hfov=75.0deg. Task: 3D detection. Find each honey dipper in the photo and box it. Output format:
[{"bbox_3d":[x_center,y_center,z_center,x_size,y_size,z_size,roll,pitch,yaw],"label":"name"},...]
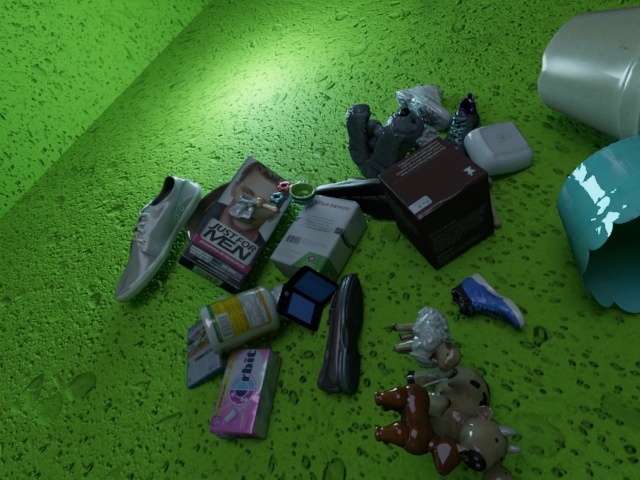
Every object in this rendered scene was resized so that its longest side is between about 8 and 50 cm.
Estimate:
[{"bbox_3d":[0.404,-0.098,0.990,0.030,0.030,0.161,-12,52,18],"label":"honey dipper"}]

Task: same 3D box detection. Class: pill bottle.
[{"bbox_3d":[-0.166,0.176,0.980,0.208,0.118,0.117,-20,45,-18],"label":"pill bottle"}]

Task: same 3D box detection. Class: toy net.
[{"bbox_3d":[-0.132,-0.120,1.105,0.232,0.045,0.122,-11,47,-7],"label":"toy net"}]

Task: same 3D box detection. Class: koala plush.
[{"bbox_3d":[0.205,-0.290,1.166,0.221,0.203,0.196,-35,53,-30],"label":"koala plush"}]

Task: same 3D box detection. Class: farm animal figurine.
[{"bbox_3d":[0.219,0.313,0.648,0.172,0.330,0.327,-12,23,22],"label":"farm animal figurine"}]

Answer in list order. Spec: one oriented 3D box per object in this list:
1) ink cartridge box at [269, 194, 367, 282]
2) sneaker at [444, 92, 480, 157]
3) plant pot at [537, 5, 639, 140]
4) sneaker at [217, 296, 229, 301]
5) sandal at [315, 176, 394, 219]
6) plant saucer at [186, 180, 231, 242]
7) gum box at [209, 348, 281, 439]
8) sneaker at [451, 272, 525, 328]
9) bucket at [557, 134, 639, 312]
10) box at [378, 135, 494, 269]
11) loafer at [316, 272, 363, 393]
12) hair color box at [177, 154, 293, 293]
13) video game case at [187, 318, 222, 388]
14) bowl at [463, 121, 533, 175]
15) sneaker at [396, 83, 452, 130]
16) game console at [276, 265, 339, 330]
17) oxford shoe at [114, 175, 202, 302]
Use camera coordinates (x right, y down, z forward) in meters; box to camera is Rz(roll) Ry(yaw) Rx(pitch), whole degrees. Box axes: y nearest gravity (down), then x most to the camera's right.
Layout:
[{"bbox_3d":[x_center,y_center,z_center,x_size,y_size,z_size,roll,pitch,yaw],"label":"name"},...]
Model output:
[{"bbox_3d":[0.000,0.000,1.076,0.160,0.092,0.219,16,63,36],"label":"ink cartridge box"},{"bbox_3d":[0.361,-0.288,1.110,0.083,0.098,0.224,10,60,32],"label":"sneaker"},{"bbox_3d":[0.667,-0.362,0.892,0.334,0.334,0.305,-35,37,-2],"label":"plant pot"},{"bbox_3d":[-0.227,0.192,1.072,0.134,0.051,0.070,13,57,29],"label":"sneaker"},{"bbox_3d":[0.117,-0.128,1.106,0.302,0.120,0.086,6,45,31],"label":"sandal"},{"bbox_3d":[-0.300,-0.078,1.326,0.277,0.041,0.278,-14,51,18],"label":"plant saucer"},{"bbox_3d":[-0.162,0.340,0.919,0.107,0.062,0.188,-6,53,23],"label":"gum box"},{"bbox_3d":[0.324,0.135,0.830,0.084,0.058,0.152,-31,43,-5],"label":"sneaker"},{"bbox_3d":[0.559,-0.031,0.702,0.281,0.281,0.183,-12,43,19],"label":"bucket"},{"bbox_3d":[0.261,-0.080,0.931,0.168,0.203,0.167,-33,47,0],"label":"box"},{"bbox_3d":[0.038,0.195,0.912,0.084,0.096,0.268,-12,53,26],"label":"loafer"},{"bbox_3d":[-0.223,-0.047,1.160,0.347,0.174,0.105,-63,15,-25],"label":"hair color box"},{"bbox_3d":[-0.293,0.270,1.049,0.119,0.015,0.166,-36,45,22],"label":"video game case"},{"bbox_3d":[0.441,-0.234,1.026,0.142,0.053,0.142,-13,60,-3],"label":"bowl"},{"bbox_3d":[0.326,-0.411,1.232,0.115,0.090,0.232,-32,48,-3],"label":"sneaker"},{"bbox_3d":[-0.024,0.135,0.955,0.071,0.122,0.107,-23,42,46],"label":"game console"},{"bbox_3d":[-0.533,-0.021,1.315,0.169,0.130,0.449,1,60,45],"label":"oxford shoe"}]
